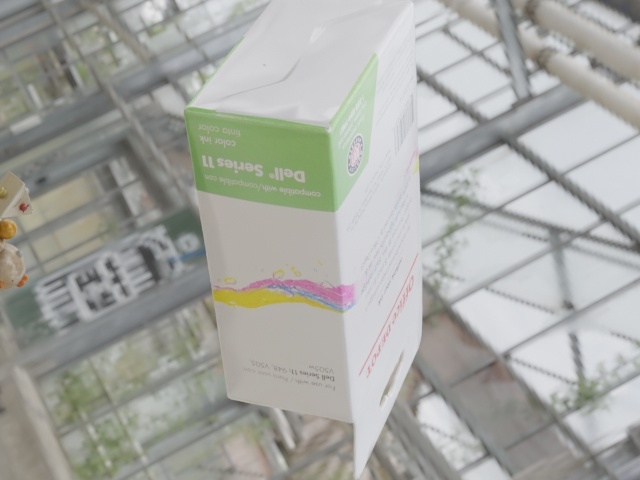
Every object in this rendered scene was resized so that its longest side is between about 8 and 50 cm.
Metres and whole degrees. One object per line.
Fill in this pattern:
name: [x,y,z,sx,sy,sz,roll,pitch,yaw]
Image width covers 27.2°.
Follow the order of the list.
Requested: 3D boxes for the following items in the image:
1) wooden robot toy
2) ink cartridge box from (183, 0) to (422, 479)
wooden robot toy: [-0.249,0.023,0.957,0.079,0.173,0.076,37,22,-40]
ink cartridge box: [0.000,0.000,1.081,0.207,0.119,0.354,-59,152,-48]
